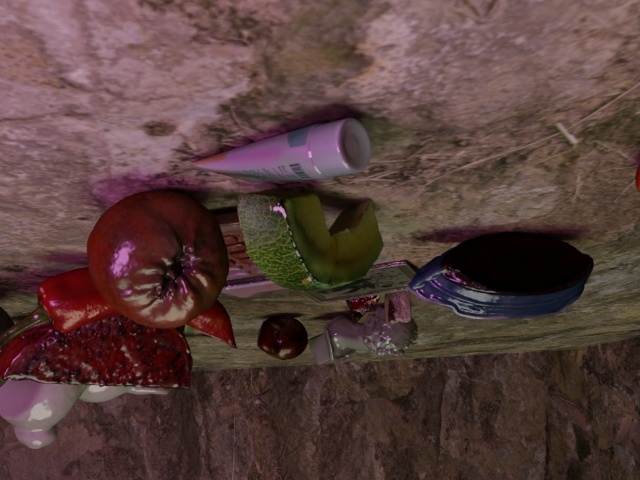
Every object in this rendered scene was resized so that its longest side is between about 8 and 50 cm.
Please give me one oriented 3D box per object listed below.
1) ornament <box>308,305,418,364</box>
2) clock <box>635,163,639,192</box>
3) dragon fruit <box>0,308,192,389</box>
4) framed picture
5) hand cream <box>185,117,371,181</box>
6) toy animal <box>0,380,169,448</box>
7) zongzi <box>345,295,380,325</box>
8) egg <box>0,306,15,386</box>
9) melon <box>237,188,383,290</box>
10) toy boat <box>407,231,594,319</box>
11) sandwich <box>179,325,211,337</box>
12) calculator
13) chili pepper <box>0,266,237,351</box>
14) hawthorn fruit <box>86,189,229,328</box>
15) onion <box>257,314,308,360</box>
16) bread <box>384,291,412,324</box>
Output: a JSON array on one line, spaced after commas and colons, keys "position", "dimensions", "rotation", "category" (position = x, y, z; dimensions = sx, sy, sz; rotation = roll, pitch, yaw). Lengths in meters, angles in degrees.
[{"position": [0.091, 0.229, 1.628], "dimensions": [0.285, 0.121, 0.130], "rotation": [-14, -177, 30], "category": "ornament"}, {"position": [0.435, -0.079, 0.698], "dimensions": [0.205, 0.052, 0.205], "rotation": [-3, 164, -1], "category": "clock"}, {"position": [-0.366, 0.131, 1.112], "dimensions": [0.316, 0.152, 0.205], "rotation": [12, -172, -40], "category": "dragon fruit"}, {"position": [0.071, 0.079, 1.242], "dimensions": [0.231, 0.010, 0.173], "rotation": [-11, 159, 22], "category": "framed picture"}, {"position": [-0.037, -0.072, 0.611], "dimensions": [0.174, 0.047, 0.076], "rotation": [-6, 168, 41], "category": "hand cream"}, {"position": [-0.501, 0.295, 1.450], "dimensions": [0.196, 0.242, 0.367], "rotation": [8, -178, 30], "category": "toy animal"}, {"position": [0.079, 0.133, 1.354], "dimensions": [0.083, 0.074, 0.067], "rotation": [-3, 179, -4], "category": "zongzi"}, {"position": [-0.581, 0.167, 1.087], "dimensions": [0.176, 0.177, 0.228], "rotation": [-1, 152, -13], "category": "egg"}, {"position": [0.000, 0.000, 0.765], "dimensions": [0.064, 0.118, 0.209], "rotation": [2, -175, 38], "category": "melon"}, {"position": [0.277, 0.062, 1.030], "dimensions": [0.308, 0.129, 0.142], "rotation": [-1, 151, -18], "category": "toy boat"}, {"position": [-0.271, 0.150, 1.441], "dimensions": [0.074, 0.074, 0.116], "rotation": [5, -165, -34], "category": "sandwich"}, {"position": [-0.101, 0.019, 0.930], "dimensions": [0.219, 0.048, 0.329], "rotation": [-8, 163, 16], "category": "calculator"}, {"position": [-0.271, 0.100, 0.998], "dimensions": [0.368, 0.137, 0.091], "rotation": [6, -175, -34], "category": "chili pepper"}, {"position": [-0.184, 0.006, 0.725], "dimensions": [0.189, 0.149, 0.149], "rotation": [36, -168, 35], "category": "hawthorn fruit"}, {"position": [-0.084, 0.234, 1.610], "dimensions": [0.118, 0.119, 0.117], "rotation": [-17, -177, 39], "category": "onion"}, {"position": [0.158, 0.135, 1.399], "dimensions": [0.035, 0.070, 0.083], "rotation": [2, 169, -19], "category": "bread"}]
